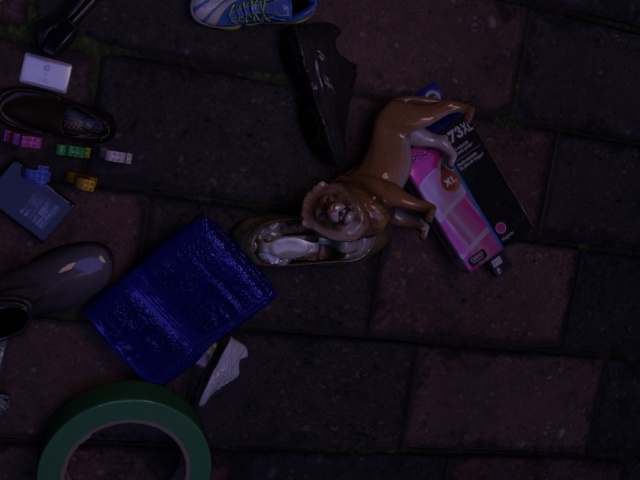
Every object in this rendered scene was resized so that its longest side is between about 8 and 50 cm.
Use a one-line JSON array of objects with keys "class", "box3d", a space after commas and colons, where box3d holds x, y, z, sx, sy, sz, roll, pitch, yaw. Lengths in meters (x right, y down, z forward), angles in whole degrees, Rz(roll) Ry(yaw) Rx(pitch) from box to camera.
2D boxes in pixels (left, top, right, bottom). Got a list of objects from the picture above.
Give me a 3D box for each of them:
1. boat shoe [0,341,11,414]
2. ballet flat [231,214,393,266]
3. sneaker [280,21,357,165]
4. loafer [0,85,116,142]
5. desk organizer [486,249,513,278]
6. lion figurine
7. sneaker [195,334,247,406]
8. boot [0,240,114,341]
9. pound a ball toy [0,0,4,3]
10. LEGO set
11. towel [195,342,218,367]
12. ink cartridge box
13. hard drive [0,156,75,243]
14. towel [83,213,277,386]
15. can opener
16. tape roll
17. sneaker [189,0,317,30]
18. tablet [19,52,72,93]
[{"class": "boat shoe", "box3d": [-0.602, 0.283, 1.623, 0.081, 0.079, 0.227, 4, 95, -16]}, {"class": "ballet flat", "box3d": [0.000, 0.000, 1.776, 0.348, 0.123, 0.123, -3, 100, -20]}, {"class": "sneaker", "box3d": [0.020, -0.286, 1.743, 0.130, 0.109, 0.286, -21, 109, -25]}, {"class": "loafer", "box3d": [-0.466, -0.223, 1.585, 0.220, 0.078, 0.080, 8, 96, -21]}, {"class": "desk organizer", "box3d": [0.361, 0.013, 1.944, 0.047, 0.050, 0.130, -35, 109, -11]}, {"class": "lion figurine", "box3d": [0.132, -0.151, 1.734, 0.240, 0.142, 0.392, 22, 67, 7]}, {"class": "sneaker", "box3d": [-0.196, 0.267, 1.784, 0.061, 0.054, 0.152, 32, 87, -25]}, {"class": "boot", "box3d": [-0.507, 0.109, 1.550, 0.338, 0.223, 0.118, -23, 106, -15]}, {"class": "pound a ball toy", "box3d": [-0.628, -0.287, 1.485, 0.208, 0.136, 0.319, 2, 99, -20]}, {"class": "LEGO set", "box3d": [-0.439, -0.130, 1.585, 0.227, 0.093, 0.087, 7, 100, -31]}, {"class": "towel", "box3d": [-0.249, 0.211, 1.777, 0.083, 0.009, 0.060, 34, 88, -22]}, {"class": "ink cartridge box", "box3d": [0.272, -0.132, 1.850, 0.176, 0.069, 0.371, -35, 97, -11]}, {"class": "hard drive", "box3d": [-0.526, -0.072, 1.619, 0.135, 0.022, 0.094, 42, 84, -22]}, {"class": "towel", "box3d": [-0.261, 0.121, 1.680, 0.308, 0.076, 0.227, -39, 111, 8]}, {"class": "can opener", "box3d": [-0.434, -0.399, 1.582, 0.073, 0.059, 0.186, 34, 76, 5]}, {"class": "tape roll", "box3d": [-0.370, 0.424, 1.701, 0.321, 0.077, 0.321, -6, 113, -14]}, {"class": "sneaker", "box3d": [-0.115, -0.439, 1.650, 0.240, 0.126, 0.091, -10, 102, -19]}, {"class": "tablet", "box3d": [-0.490, -0.299, 1.602, 0.083, 0.006, 0.054, 13, 95, -22]}]
